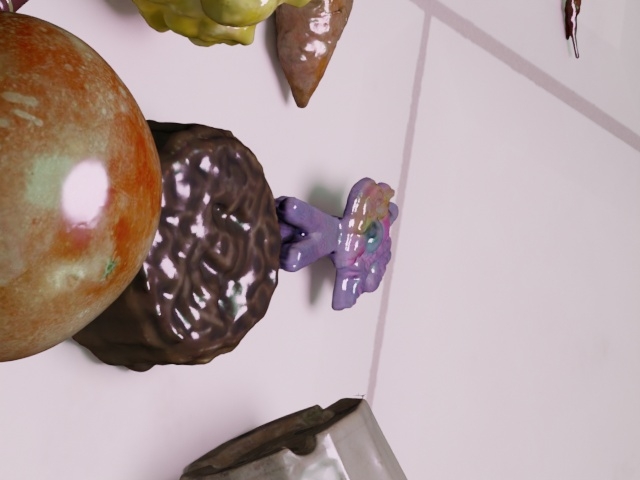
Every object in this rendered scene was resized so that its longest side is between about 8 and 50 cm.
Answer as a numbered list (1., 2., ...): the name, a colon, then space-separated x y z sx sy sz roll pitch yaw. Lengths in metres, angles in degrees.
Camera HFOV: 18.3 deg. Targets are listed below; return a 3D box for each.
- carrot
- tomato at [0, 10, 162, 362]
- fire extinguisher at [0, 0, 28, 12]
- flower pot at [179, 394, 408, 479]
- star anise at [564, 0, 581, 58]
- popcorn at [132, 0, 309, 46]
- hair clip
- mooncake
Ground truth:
1. carrot: -0.012 -0.263 1.966 0.102 0.102 0.263 0 95 -52
2. tomato: -0.238 -0.032 1.517 0.270 0.222 0.270 -32 136 -36
3. fire extinguisher: -0.248 -0.232 1.691 0.158 0.043 0.064 -50 155 -40
4. flower pot: -0.002 0.298 1.827 0.290 0.290 0.259 -29 98 -48
5. star anise: 0.300 -0.322 2.388 0.140 0.144 0.158 49 21 24
6. popcorn: -0.088 -0.304 1.757 0.235 0.241 0.250 42 69 -52
7. hair clip: 0.009 0.002 1.968 0.278 0.090 0.137 3 94 -51
8. mooncake: -0.132 0.005 1.763 0.228 0.124 0.228 2 88 -53
